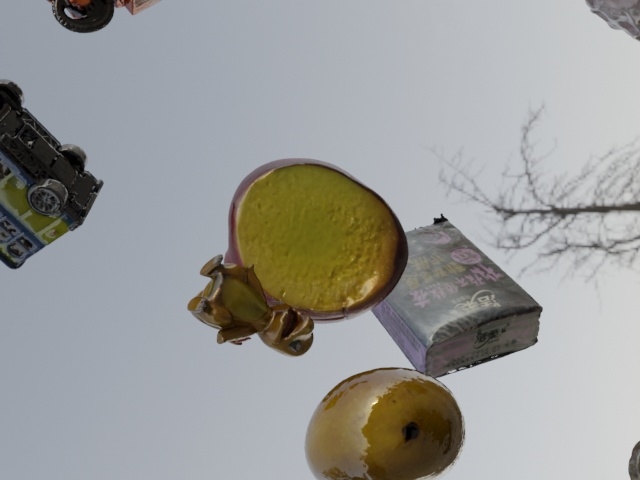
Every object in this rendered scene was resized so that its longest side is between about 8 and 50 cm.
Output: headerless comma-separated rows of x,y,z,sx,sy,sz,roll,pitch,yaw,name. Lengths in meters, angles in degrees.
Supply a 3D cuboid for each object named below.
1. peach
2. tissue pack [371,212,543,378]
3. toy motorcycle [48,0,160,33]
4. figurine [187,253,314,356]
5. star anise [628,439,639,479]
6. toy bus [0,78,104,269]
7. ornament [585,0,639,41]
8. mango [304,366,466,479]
0.000,0.000,1.216,0.245,0.275,0.248,-50,-23,-67,peach
0.234,0.105,1.582,0.259,0.361,0.122,-17,-54,-16,tissue pack
-0.323,-0.474,1.285,0.326,0.148,0.221,-36,-98,-22,toy motorcycle
-0.094,0.107,1.048,0.176,0.122,0.121,27,-127,-12,figurine
0.309,0.118,0.582,0.230,0.081,0.262,-31,-37,-19,star anise
-0.481,-0.117,1.158,0.287,0.175,0.138,49,-156,-26,toy bus
0.388,-0.322,0.833,0.259,0.260,0.225,-4,-75,-58,ornament
0.054,0.174,0.671,0.227,0.136,0.099,91,161,-60,mango
